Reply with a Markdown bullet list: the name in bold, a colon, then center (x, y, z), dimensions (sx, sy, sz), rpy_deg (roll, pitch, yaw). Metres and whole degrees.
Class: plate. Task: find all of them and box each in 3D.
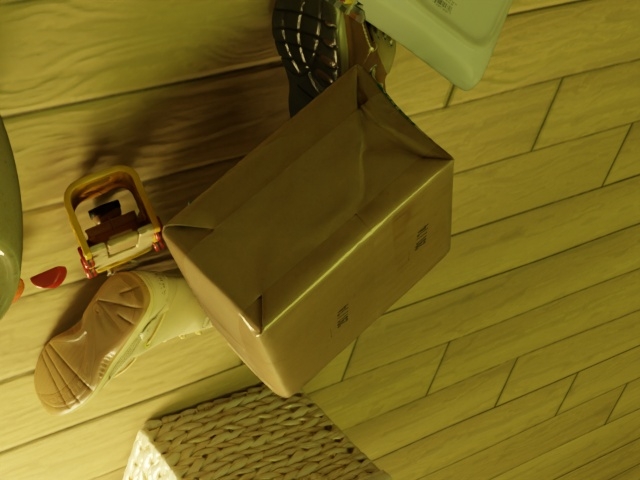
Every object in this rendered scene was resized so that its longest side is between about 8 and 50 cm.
- **plate**: center (0.159, -0.344, 1.635), dimensions (0.277, 0.045, 0.278), rpy_deg (28, 83, -45)

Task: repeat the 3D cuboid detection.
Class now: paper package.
- **paper package**: center (0.000, 0.000, 1.674), dimensions (0.309, 0.168, 0.325), rpy_deg (-42, 162, -9)

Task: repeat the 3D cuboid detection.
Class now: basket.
- **basket**: center (-0.122, 0.434, 2.188), dimensions (0.328, 0.266, 0.331), rpy_deg (-14, 138, -39)

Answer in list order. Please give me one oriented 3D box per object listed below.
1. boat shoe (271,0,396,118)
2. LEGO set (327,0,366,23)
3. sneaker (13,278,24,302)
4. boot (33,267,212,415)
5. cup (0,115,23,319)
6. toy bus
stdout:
- **boat shoe**: center (0.024, -0.225, 1.720), dimensions (0.120, 0.122, 0.324), rpy_deg (-38, 157, -18)
- **LEGO set**: center (0.024, -0.358, 1.410), dimensions (0.331, 0.192, 0.255), rpy_deg (-55, 171, 8)
- **sneaker**: center (-0.414, 0.093, 1.638), dimensions (0.175, 0.067, 0.064), rpy_deg (-29, 144, -26)
- **boot**: center (-0.238, 0.120, 1.846), dimensions (0.203, 0.095, 0.262), rpy_deg (-14, 150, -54)
- **cup**: center (-0.414, -0.013, 1.347), dimensions (0.331, 0.237, 0.331), rpy_deg (-29, 146, -21)
- **toy bus**: center (-0.242, -0.026, 1.649), dimensions (0.202, 0.104, 0.191), rpy_deg (-25, 175, 34)
